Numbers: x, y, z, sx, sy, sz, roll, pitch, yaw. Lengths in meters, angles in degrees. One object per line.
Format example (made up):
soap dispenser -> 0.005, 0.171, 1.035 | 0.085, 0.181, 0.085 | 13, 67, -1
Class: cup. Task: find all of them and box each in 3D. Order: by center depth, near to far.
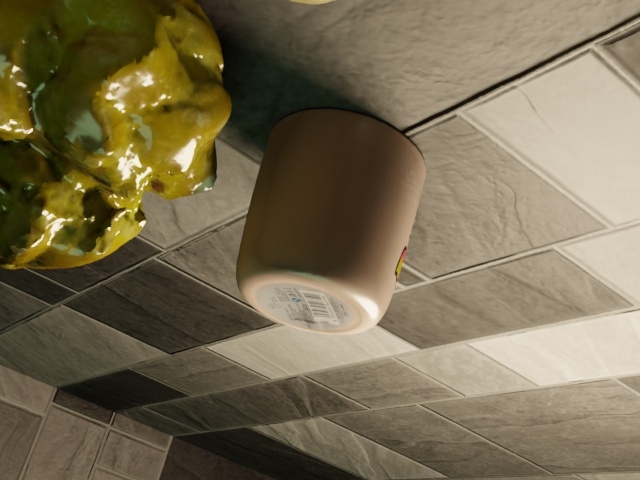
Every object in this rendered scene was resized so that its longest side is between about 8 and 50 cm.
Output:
cup -> 0.000, 0.000, 1.008 | 0.191, 0.201, 0.253 | 19, 154, -7

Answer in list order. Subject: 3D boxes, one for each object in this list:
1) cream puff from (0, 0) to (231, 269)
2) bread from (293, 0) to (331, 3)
cream puff -> -0.274, -0.120, 0.848 | 0.378, 0.276, 0.378 | 13, 150, 7
bread -> -0.022, -0.274, 0.505 | 0.176, 0.196, 0.246 | 17, 153, -12
